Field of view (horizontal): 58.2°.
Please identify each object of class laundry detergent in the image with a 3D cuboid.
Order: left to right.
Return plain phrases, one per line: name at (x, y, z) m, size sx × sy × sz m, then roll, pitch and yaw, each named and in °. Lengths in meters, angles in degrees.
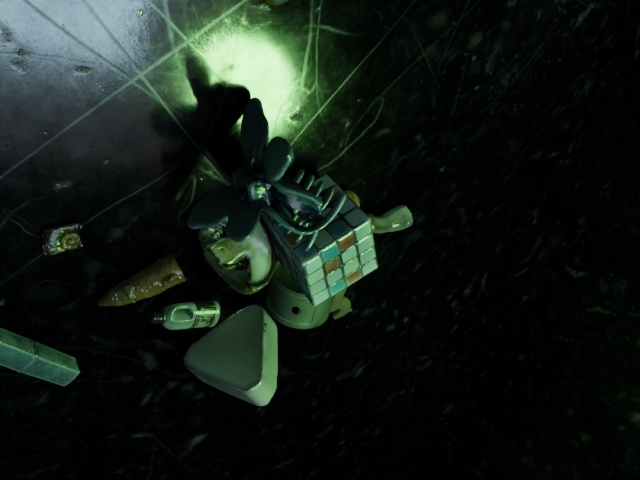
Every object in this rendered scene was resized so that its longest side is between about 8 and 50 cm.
laundry detergent at (-0.439, 0.241, 1.844) m, size 0.225 × 0.070 × 0.099 m, roll 3°, pitch 131°, yaw -39°

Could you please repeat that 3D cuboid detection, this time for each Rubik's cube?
Rubik's cube at (0.000, -0.001, 1.781) m, size 0.253 × 0.256 × 0.259 m, roll -32°, pitch 144°, yaw -12°

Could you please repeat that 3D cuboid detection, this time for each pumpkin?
pumpkin at (-0.662, -0.008, 1.475) m, size 0.101 × 0.035 × 0.073 m, roll -11°, pitch 120°, yaw -26°

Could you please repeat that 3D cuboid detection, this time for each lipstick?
lipstick at (-0.814, 0.334, 1.624) m, size 0.077 × 0.076 × 0.290 m, roll -43°, pitch 140°, yaw 0°

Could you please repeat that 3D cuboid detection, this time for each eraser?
eraser at (-0.309, 0.408, 1.989) m, size 0.331 × 0.331 × 0.150 m, roll -35°, pitch 141°, yaw -8°

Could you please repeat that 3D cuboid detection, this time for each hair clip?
hair clip at (-0.123, -0.128, 1.510) m, size 0.238 × 0.318 × 0.392 m, roll 24°, pitch 97°, yaw -37°

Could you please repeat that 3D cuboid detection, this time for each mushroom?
mushroom at (-0.255, 0.021, 1.725) m, size 0.267 × 0.164 × 0.189 m, roll 47°, pitch 63°, yaw -17°
mushroom at (0.231, -0.067, 2.089) m, size 0.223 × 0.081 × 0.092 m, roll -11°, pitch 150°, yaw -28°

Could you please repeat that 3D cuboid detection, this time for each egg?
egg at (0.093, -0.122, 1.928) m, size 0.080 × 0.080 × 0.096 m, roll -23°, pitch 140°, yaw -20°

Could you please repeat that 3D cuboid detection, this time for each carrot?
carrot at (-0.525, 0.129, 1.673) m, size 0.263 × 0.102 × 0.102 m, roll -25°, pitch 138°, yaw -10°

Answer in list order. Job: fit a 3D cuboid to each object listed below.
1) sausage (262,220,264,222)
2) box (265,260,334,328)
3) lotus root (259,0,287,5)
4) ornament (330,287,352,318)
sausage at (-0.093, -0.105, 1.833) m, size 0.269 × 0.033 × 0.033 m, roll -35°, pitch 140°, yaw -8°
box at (-0.064, 0.169, 1.953) m, size 0.226 × 0.226 × 0.149 m, roll -10°, pitch 131°, yaw -32°
lotus root at (-0.084, -0.613, 1.355) m, size 0.165 × 0.088 × 0.088 m, roll -43°, pitch 141°, yaw -14°
ornament at (0.043, 0.226, 2.214) m, size 0.244 × 0.061 × 0.230 m, roll -5°, pitch 130°, yaw -31°
